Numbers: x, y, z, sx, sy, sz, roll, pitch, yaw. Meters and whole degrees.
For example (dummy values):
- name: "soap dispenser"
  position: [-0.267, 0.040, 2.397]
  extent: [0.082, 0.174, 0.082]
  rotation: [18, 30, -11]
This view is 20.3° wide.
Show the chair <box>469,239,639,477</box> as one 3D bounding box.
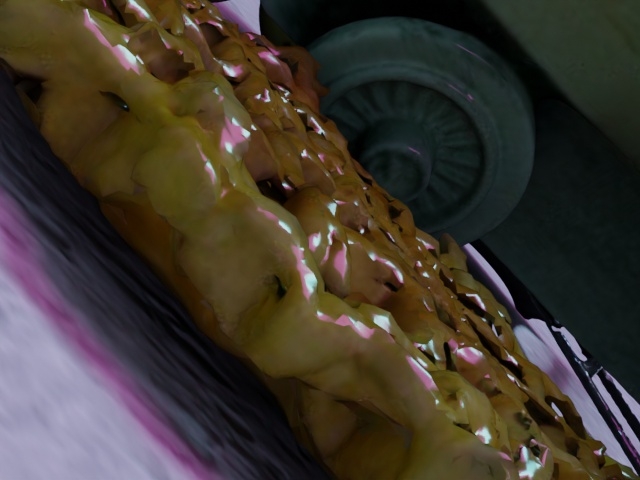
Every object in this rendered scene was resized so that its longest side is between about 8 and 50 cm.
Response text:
- name: "chair"
  position: [0.174, 0.022, 0.906]
  extent: [0.221, 0.145, 0.140]
  rotation: [49, 8, 7]

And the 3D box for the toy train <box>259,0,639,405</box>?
- name: "toy train"
  position: [0.155, -0.034, 0.634]
  extent: [0.397, 0.253, 0.160]
  rotation: [45, 28, -18]

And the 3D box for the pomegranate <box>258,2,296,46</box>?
- name: "pomegranate"
  position: [0.036, -0.104, 0.826]
  extent: [0.130, 0.130, 0.130]
  rotation: [48, 9, -10]

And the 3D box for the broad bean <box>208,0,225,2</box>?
- name: "broad bean"
  position: [-0.056, -0.186, 0.677]
  extent: [0.263, 0.121, 0.189]
  rotation: [21, 68, -63]

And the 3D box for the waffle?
- name: "waffle"
  position: [-0.001, 0.001, 0.453]
  extent: [0.254, 0.052, 0.245]
  rotation: [52, 8, 18]
